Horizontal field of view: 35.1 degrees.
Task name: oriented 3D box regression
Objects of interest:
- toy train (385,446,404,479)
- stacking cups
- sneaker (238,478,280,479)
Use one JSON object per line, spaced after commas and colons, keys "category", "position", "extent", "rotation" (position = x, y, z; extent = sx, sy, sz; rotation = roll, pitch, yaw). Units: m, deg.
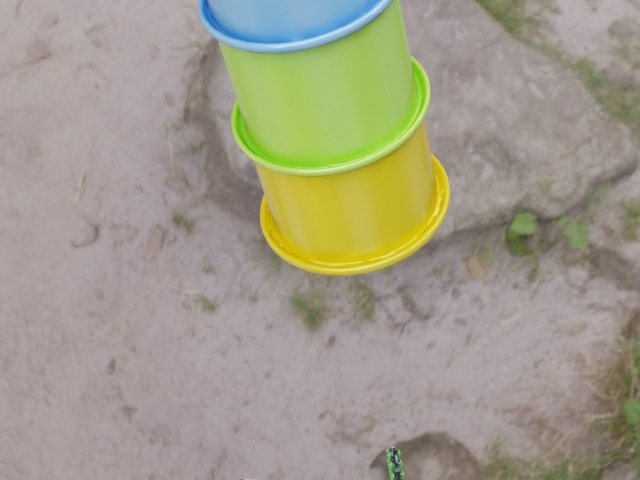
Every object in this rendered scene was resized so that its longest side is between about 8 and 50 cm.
{"category": "toy train", "position": [0.091, 0.289, 1.213], "extent": [0.017, 0.024, 0.083], "rotation": [-7, 84, -16]}
{"category": "stacking cups", "position": [-0.013, -0.127, 0.387], "extent": [0.096, 0.316, 0.096], "rotation": [-8, 44, 8]}
{"category": "sneaker", "position": [-0.025, 0.436, 1.271], "extent": [0.179, 0.124, 0.295], "rotation": [2, 104, -15]}
